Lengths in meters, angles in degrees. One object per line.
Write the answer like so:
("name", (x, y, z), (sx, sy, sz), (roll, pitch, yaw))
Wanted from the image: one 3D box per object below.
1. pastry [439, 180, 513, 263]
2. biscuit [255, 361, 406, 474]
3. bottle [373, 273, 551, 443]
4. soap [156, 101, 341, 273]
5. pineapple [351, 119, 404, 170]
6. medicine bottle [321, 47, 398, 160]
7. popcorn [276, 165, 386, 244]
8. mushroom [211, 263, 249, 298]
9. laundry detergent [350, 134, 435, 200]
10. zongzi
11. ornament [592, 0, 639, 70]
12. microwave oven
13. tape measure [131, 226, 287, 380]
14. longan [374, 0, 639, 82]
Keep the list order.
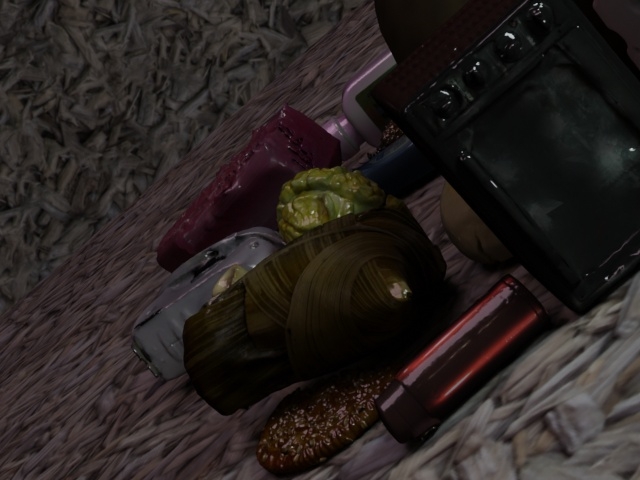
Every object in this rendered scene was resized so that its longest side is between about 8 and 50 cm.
("pastry", (0.186, -0.048, 1.393), (0.156, 0.092, 0.156), (-44, 16, 16))
("biscuit", (-0.001, 0.170, 1.336), (0.206, 0.025, 0.126), (-25, 21, 48))
("bottle", (0.116, 0.103, 1.179), (0.164, 0.060, 0.060), (-41, 14, -4))
("soap", (-0.108, -0.045, 2.006), (0.325, 0.127, 0.220), (-43, 10, 31))
("pineapple", (0.093, -0.117, 1.960), (0.124, 0.058, 0.058), (-52, 12, 10))
("medicine bottle", (0.100, -0.204, 2.049), (0.219, 0.115, 0.078), (-38, 15, 11))
("popcorn", (0.015, -0.032, 1.703), (0.141, 0.135, 0.162), (-37, 14, 43))
("mushroom", (-0.073, 0.084, 1.617), (0.148, 0.112, 0.148), (-43, 18, 18))
("laundry detergent", (0.075, -0.080, 1.844), (0.206, 0.061, 0.097), (-33, 17, 27))
("zongzi", (-0.016, 0.082, 1.334), (0.286, 0.134, 0.288), (-33, 8, 9))
("ornament", (0.393, -0.273, 1.230), (0.239, 0.240, 0.239), (-45, 15, -18))
("microwave oven", (0.191, -0.089, 1.194), (0.178, 0.247, 0.188), (-43, 12, 1))
("tape measure", (-0.125, 0.065, 1.810), (0.236, 0.120, 0.197), (-34, 12, 5))
("longan", (0.226, -0.279, 1.527), (0.404, 0.336, 0.405), (15, -90, -90))
